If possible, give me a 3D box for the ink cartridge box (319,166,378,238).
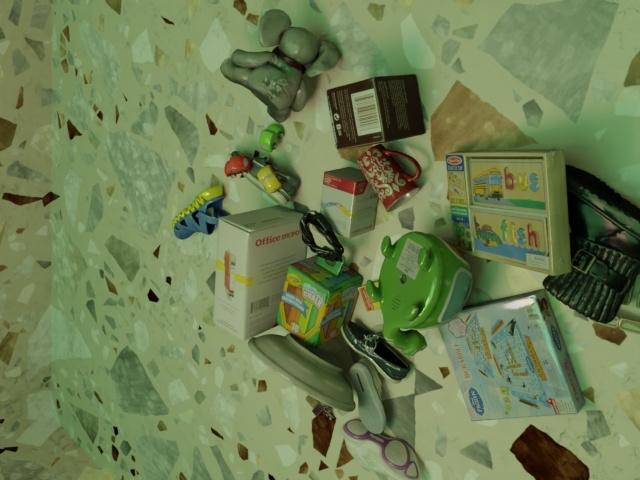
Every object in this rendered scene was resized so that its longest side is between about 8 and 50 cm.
[{"bbox_3d":[0.086,-0.115,1.918,0.127,0.128,0.176,22,116,36],"label":"ink cartridge box"}]

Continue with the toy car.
[{"bbox_3d":[-0.197,-0.287,2.098,0.239,0.053,0.225,23,84,29],"label":"toy car"}]

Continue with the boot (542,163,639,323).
[{"bbox_3d":[0.583,-0.003,1.475,0.348,0.131,0.260,48,127,36],"label":"boot"}]

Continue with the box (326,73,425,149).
[{"bbox_3d":[0.152,-0.348,1.739,0.167,0.203,0.169,-4,99,43],"label":"box"}]

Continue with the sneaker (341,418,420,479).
[{"bbox_3d":[0.201,0.705,2.092,0.305,0.114,0.152,27,133,38],"label":"sneaker"}]

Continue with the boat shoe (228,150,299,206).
[{"bbox_3d":[-0.193,-0.230,2.178,0.099,0.116,0.319,-47,55,-6],"label":"boat shoe"}]

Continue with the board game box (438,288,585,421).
[{"bbox_3d":[0.499,0.316,1.721,0.318,0.066,0.319,-19,89,43],"label":"board game box"}]

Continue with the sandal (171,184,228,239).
[{"bbox_3d":[-0.451,-0.075,2.418,0.317,0.126,0.138,-37,82,43],"label":"sandal"}]

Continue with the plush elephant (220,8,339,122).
[{"bbox_3d":[-0.107,-0.530,1.908,0.272,0.255,0.330,38,176,-20],"label":"plush elephant"}]

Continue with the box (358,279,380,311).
[{"bbox_3d":[0.225,0.147,1.920,0.232,0.058,0.087,-19,91,43],"label":"box"}]

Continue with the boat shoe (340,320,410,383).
[{"bbox_3d":[0.171,0.335,1.999,0.254,0.095,0.079,45,129,21],"label":"boat shoe"}]

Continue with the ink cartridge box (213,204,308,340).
[{"bbox_3d":[-0.197,0.096,2.133,0.160,0.279,0.385,24,117,36],"label":"ink cartridge box"}]

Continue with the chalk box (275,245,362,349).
[{"bbox_3d":[0.001,0.162,2.041,0.180,0.179,0.289,31,121,31],"label":"chalk box"}]

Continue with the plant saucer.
[{"bbox_3d":[-0.040,0.392,2.042,0.400,0.400,0.101,31,89,31],"label":"plant saucer"}]

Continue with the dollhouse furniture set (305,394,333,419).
[{"bbox_3d":[0.012,0.579,2.273,0.081,0.091,0.114,48,172,-34],"label":"dollhouse furniture set"}]

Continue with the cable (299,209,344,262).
[{"bbox_3d":[0.000,0.000,1.926,0.184,0.047,0.150,50,147,3],"label":"cable"}]

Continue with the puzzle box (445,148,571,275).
[{"bbox_3d":[0.437,-0.082,1.540,0.409,0.052,0.272,-162,63,-69],"label":"puzzle box"}]

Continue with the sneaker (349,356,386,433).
[{"bbox_3d":[0.168,0.495,2.055,0.094,0.091,0.258,-1,111,35],"label":"sneaker"}]

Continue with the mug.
[{"bbox_3d":[0.200,-0.191,1.812,0.150,0.113,0.169,-37,78,8],"label":"mug"}]

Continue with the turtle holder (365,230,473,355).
[{"bbox_3d":[0.280,0.143,1.702,0.243,0.227,0.320,-14,70,54],"label":"turtle holder"}]

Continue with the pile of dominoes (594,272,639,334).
[{"bbox_3d":[0.756,0.121,1.466,0.251,0.040,0.196,14,105,31],"label":"pile of dominoes"}]
